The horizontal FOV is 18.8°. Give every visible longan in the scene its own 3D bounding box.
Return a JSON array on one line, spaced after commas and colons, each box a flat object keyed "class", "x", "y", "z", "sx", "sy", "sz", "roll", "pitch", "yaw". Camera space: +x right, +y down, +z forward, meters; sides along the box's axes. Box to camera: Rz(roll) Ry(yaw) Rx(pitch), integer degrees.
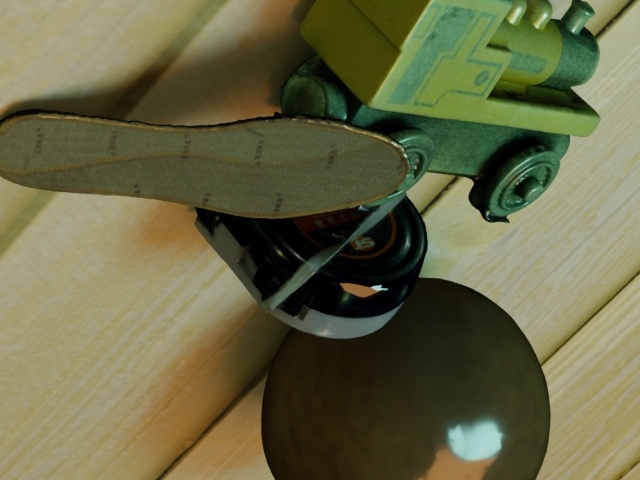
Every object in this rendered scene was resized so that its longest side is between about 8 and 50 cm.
[{"class": "longan", "x": 0.084, "y": 0.184, "z": 2.011, "sx": 0.319, "sy": 0.319, "sz": 0.319, "roll": -25, "pitch": 149, "yaw": -16}]

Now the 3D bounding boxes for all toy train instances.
[{"class": "toy train", "x": 0.128, "y": -0.146, "z": 1.729, "sx": 0.369, "sy": 0.150, "sz": 0.237, "roll": 3, "pitch": 128, "yaw": -49}]

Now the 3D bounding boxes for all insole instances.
[{"class": "insole", "x": -0.098, "y": -0.064, "z": 1.596, "sx": 0.348, "sy": 0.009, "sz": 0.119, "roll": 4, "pitch": 134, "yaw": -10}]

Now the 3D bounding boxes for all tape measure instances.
[{"class": "tape measure", "x": 0.003, "y": 0.004, "z": 1.777, "sx": 0.182, "sy": 0.181, "sz": 0.107, "roll": -11, "pitch": 147, "yaw": -36}]
